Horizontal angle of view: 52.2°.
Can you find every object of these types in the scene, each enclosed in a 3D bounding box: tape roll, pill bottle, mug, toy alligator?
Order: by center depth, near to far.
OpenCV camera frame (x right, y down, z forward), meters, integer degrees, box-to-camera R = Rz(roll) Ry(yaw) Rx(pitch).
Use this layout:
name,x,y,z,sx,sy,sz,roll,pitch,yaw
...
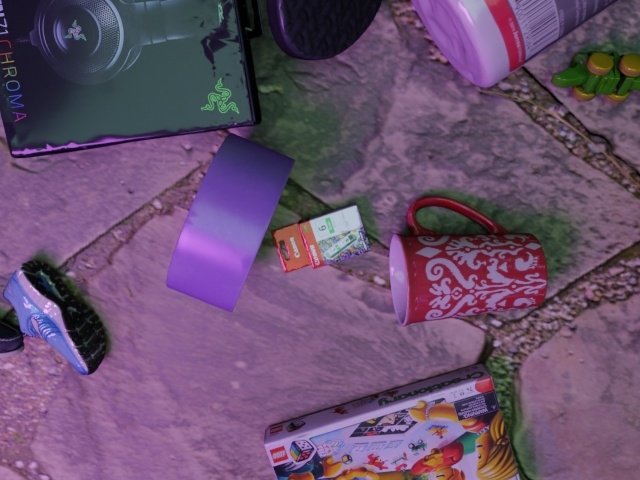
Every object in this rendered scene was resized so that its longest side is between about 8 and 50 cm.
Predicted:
name,x,y,z,sx,sy,sz,roll,pitch,yaw
pill bottle,0.260,-0.322,0.693,0.319,0.176,0.176,-34,99,5
tape roll,-0.100,-0.019,0.738,0.080,0.189,0.188,22,99,-4
toy alligator,0.368,-0.201,0.783,0.190,0.056,0.051,2,60,-1
mug,0.176,0.025,0.792,0.170,0.113,0.150,-3,102,-3

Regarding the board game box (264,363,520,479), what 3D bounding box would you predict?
name,x,y,z,sx,sy,sz,roll,pitch,yaw
board game box,0.099,0.300,0.868,0.306,0.053,0.192,-18,101,3

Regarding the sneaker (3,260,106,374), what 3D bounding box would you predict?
name,x,y,z,sx,sy,sz,roll,pitch,yaw
sneaker,-0.339,0.105,0.833,0.073,0.063,0.162,-35,93,20

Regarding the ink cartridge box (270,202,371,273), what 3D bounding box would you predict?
name,x,y,z,sx,sy,sz,roll,pitch,yaw
ink cartridge box,0.000,0.000,0.824,0.115,0.029,0.062,-18,101,2

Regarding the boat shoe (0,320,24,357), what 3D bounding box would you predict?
name,x,y,z,sx,sy,sz,roll,pitch,yaw
boat shoe,-0.466,0.089,0.813,0.206,0.075,0.064,19,103,1

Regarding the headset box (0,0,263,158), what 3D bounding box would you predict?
name,x,y,z,sx,sy,sz,roll,pitch,yaw
headset box,-0.205,-0.232,0.727,0.283,0.131,0.246,-7,101,0

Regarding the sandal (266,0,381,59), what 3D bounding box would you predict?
name,x,y,z,sx,sy,sz,roll,pitch,yaw
sandal,0.012,-0.407,0.706,0.107,0.168,0.445,9,89,42
